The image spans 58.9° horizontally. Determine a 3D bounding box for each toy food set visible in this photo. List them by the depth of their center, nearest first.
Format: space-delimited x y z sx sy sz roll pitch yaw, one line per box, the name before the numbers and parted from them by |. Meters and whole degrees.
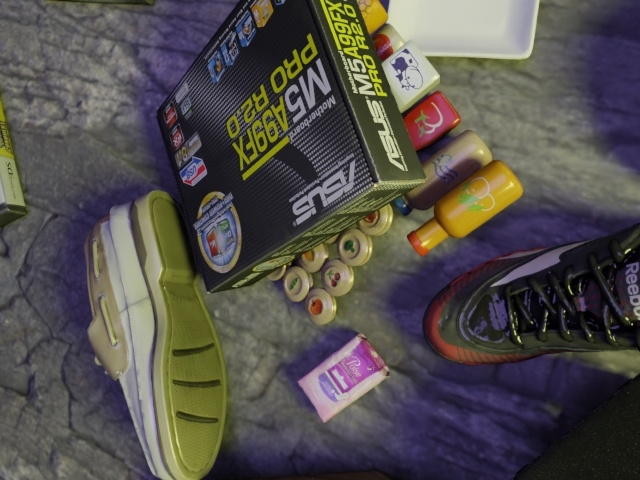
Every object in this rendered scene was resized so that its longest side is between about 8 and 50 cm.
toy food set | 0.071 -0.107 0.526 0.104 0.111 0.232 -38 90 14

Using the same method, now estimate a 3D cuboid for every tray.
tray | 0.154 -0.310 0.568 0.145 0.030 0.270 8 87 20

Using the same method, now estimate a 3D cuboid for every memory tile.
memory tile | 0.000 0.000 0.564 0.113 0.012 0.148 43 116 31

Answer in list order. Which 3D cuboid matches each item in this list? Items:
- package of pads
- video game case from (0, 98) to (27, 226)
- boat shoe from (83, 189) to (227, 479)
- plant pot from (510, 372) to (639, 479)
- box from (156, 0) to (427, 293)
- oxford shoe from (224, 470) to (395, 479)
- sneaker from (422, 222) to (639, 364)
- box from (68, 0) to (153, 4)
package of pads | 0.023 0.137 0.564 0.083 0.032 0.050 -39 77 11
video game case | -0.541 -0.101 0.775 0.275 0.035 0.248 -22 78 15
boat shoe | -0.180 0.102 0.600 0.103 0.113 0.302 -20 68 17
plant pot | 0.249 0.203 0.410 0.187 0.188 0.167 -45 60 9
box | -0.051 -0.093 0.530 0.270 0.060 0.216 -30 73 46
oxford shoe | -0.010 0.279 0.522 0.363 0.132 0.130 -7 89 36
sneaker | 0.212 0.045 0.457 0.276 0.135 0.098 -15 82 18
box | -0.275 -0.420 0.708 0.183 0.056 0.231 10 88 18
